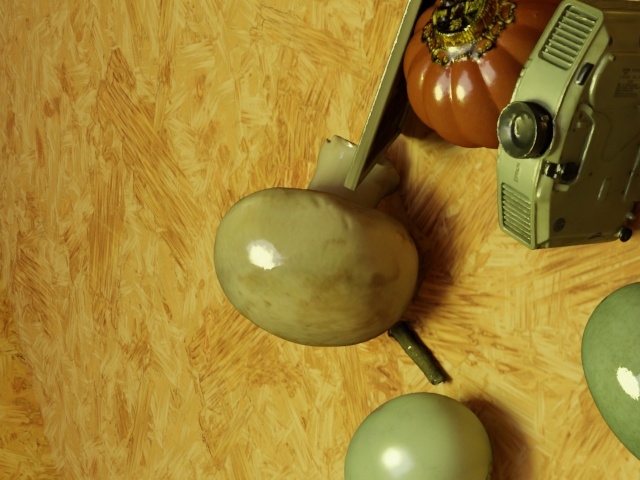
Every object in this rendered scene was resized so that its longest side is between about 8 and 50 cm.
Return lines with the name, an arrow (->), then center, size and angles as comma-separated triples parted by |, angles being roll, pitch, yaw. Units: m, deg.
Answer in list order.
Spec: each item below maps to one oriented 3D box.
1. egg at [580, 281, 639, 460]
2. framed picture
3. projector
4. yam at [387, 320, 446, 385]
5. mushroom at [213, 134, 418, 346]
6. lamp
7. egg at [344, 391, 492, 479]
egg -> 0.363, 0.144, 1.198 | 0.236, 0.169, 0.169 | 62, 141, 35
framed picture -> 0.112, -0.228, 1.556 | 0.020, 0.211, 0.289 | 24, 122, 9
projector -> 0.285, -0.119, 1.269 | 0.088, 0.193, 0.269 | 41, 128, 47
yam -> 0.138, 0.166, 1.694 | 0.033, 0.027, 0.129 | -40, 47, 5
mushroom -> 0.000, 0.000, 1.696 | 0.297, 0.297, 0.290 | -28, 43, 56
lamp -> 0.203, -0.212, 1.387 | 0.223, 0.196, 0.223 | -19, 52, 25
egg -> 0.124, 0.302, 1.590 | 0.264, 0.183, 0.183 | -51, 52, 57
